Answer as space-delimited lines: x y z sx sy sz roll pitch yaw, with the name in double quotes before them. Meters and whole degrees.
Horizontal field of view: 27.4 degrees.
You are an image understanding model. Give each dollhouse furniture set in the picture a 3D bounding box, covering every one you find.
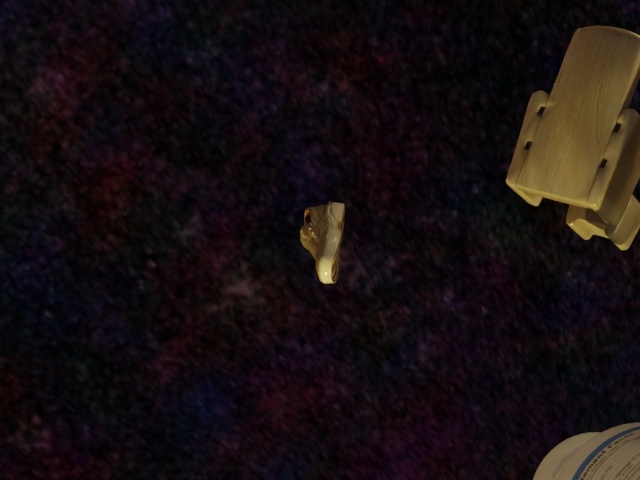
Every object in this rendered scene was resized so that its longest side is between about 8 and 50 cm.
"dollhouse furniture set" 0.342 -0.053 0.942 0.286 0.303 0.198 17 83 34

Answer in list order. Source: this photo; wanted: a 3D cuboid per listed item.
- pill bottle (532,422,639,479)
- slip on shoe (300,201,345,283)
"pill bottle" 0.207 0.173 0.760 0.124 0.221 0.124 0 90 -14
"slip on shoe" 0.000 0.000 1.277 0.041 0.051 0.135 5 29 2
